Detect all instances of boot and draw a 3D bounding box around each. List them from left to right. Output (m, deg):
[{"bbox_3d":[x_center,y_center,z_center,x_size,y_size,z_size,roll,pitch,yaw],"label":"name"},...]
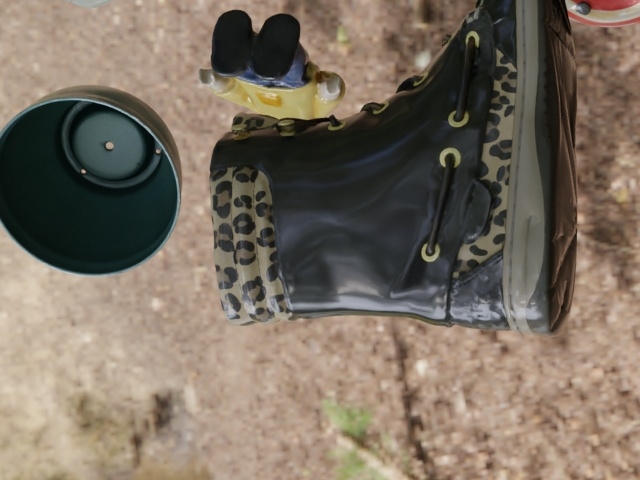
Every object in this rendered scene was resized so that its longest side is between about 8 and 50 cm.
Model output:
[{"bbox_3d":[0.062,-0.098,1.149,0.284,0.138,0.378,-5,73,20],"label":"boot"}]

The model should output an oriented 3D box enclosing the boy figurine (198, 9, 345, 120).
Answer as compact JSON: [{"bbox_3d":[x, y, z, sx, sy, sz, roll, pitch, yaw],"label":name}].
[{"bbox_3d":[-0.056,-0.178,1.671,0.285,0.177,0.092,65,-146,-70],"label":"boy figurine"}]

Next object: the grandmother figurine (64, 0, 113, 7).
[{"bbox_3d":[-0.261,-0.330,1.272,0.104,0.207,0.342,-48,55,15],"label":"grandmother figurine"}]

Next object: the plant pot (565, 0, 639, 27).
[{"bbox_3d":[0.285,-0.321,1.396,0.191,0.191,0.174,-49,18,47],"label":"plant pot"}]

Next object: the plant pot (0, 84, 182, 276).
[{"bbox_3d":[-0.342,-0.117,2.168,0.196,0.293,0.293,-78,2,-63],"label":"plant pot"}]
